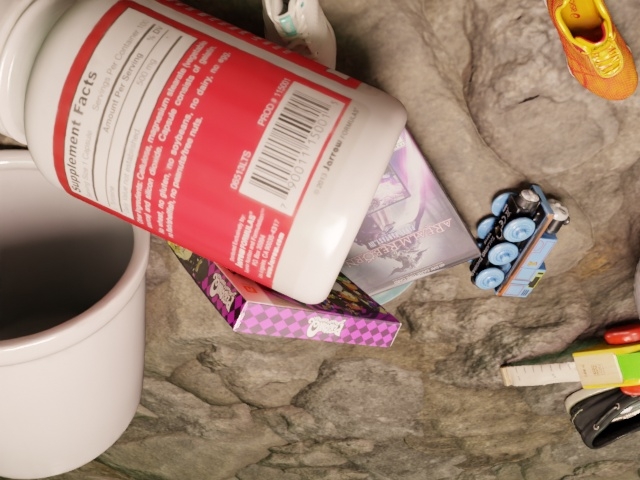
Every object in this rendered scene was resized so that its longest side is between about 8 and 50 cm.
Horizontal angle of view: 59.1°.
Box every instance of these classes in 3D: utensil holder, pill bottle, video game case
[{"bbox_3d":[-0.413,0.119,0.810,0.327,0.328,0.386,11,137,-6],"label":"utensil holder"},{"bbox_3d":[-0.137,-0.115,0.586,0.407,0.229,0.229,25,133,3],"label":"pill bottle"},{"bbox_3d":[-0.047,0.051,0.691,0.232,0.210,0.042,15,107,-39],"label":"video game case"},{"bbox_3d":[0.074,-0.035,0.766,0.196,0.026,0.274,-23,127,24],"label":"video game case"}]

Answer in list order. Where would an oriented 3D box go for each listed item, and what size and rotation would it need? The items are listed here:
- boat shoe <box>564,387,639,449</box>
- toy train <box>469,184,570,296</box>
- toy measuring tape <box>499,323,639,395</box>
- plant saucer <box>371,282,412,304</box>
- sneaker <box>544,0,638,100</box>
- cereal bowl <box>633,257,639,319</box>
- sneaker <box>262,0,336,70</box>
[{"bbox_3d":[0.631,0.301,1.048,0.340,0.113,0.127,-29,125,28],"label":"boat shoe"},{"bbox_3d":[0.283,0.004,0.814,0.105,0.080,0.184,5,133,-13],"label":"toy train"},{"bbox_3d":[0.489,0.216,0.999,0.121,0.122,0.330,38,142,-29],"label":"toy measuring tape"},{"bbox_3d":[0.000,0.000,0.851,0.317,0.044,0.318,2,135,2],"label":"plant saucer"},{"bbox_3d":[0.294,-0.208,0.611,0.064,0.068,0.175,-34,125,29],"label":"sneaker"},{"bbox_3d":[0.599,0.029,0.767,0.338,0.141,0.339,2,135,2],"label":"cereal bowl"},{"bbox_3d":[-0.030,-0.233,0.591,0.080,0.094,0.212,-6,134,8],"label":"sneaker"}]
